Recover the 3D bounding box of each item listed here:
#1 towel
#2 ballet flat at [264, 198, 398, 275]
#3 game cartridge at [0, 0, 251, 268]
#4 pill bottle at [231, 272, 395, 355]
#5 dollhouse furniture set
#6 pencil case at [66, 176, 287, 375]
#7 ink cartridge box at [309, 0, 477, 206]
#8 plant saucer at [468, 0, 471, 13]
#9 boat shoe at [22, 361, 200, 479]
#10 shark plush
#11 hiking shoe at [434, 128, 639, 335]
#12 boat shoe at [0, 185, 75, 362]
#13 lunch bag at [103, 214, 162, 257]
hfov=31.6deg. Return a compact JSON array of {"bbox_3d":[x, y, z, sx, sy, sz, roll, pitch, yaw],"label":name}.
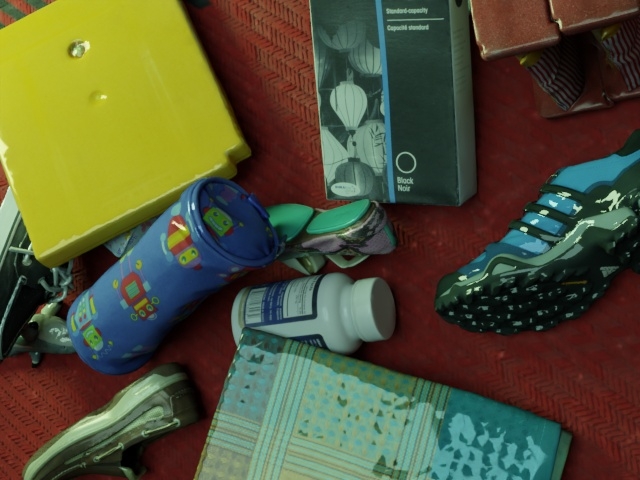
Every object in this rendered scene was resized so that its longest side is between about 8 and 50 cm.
[{"bbox_3d":[0.050,0.267,1.180,0.370,0.040,0.271,16,80,13],"label":"towel"},{"bbox_3d":[0.000,0.000,1.276,0.221,0.077,0.079,-4,128,48],"label":"ballet flat"},{"bbox_3d":[-0.265,-0.164,1.389,0.285,0.053,0.324,-26,69,3],"label":"game cartridge"},{"bbox_3d":[-0.006,0.086,1.267,0.169,0.094,0.094,-9,81,26],"label":"pill bottle"},{"bbox_3d":[0.236,-0.332,1.133,0.152,0.201,0.374,-14,73,25],"label":"dollhouse furniture set"},{"bbox_3d":[-0.171,0.042,1.303,0.306,0.133,0.119,-38,84,38],"label":"pencil case"},{"bbox_3d":[0.075,-0.204,1.205,0.165,0.065,0.333,3,108,28],"label":"ink cartridge box"},{"bbox_3d":[0.102,-0.301,1.280,0.195,0.037,0.195,-2,85,26],"label":"plant saucer"},{"bbox_3d":[-0.255,0.255,1.380,0.257,0.095,0.095,-37,76,19],"label":"boat shoe"},{"bbox_3d":[-0.387,0.142,1.480,0.161,0.073,0.067,-26,105,17],"label":"shark plush"},{"bbox_3d":[0.249,-0.002,1.159,0.304,0.113,0.132,-27,43,29],"label":"hiking shoe"},{"bbox_3d":[-0.355,0.027,1.415,0.105,0.113,0.306,12,62,5],"label":"boat shoe"},{"bbox_3d":[-0.222,-0.020,1.399,0.053,0.071,0.083,39,104,28],"label":"lunch bag"}]
